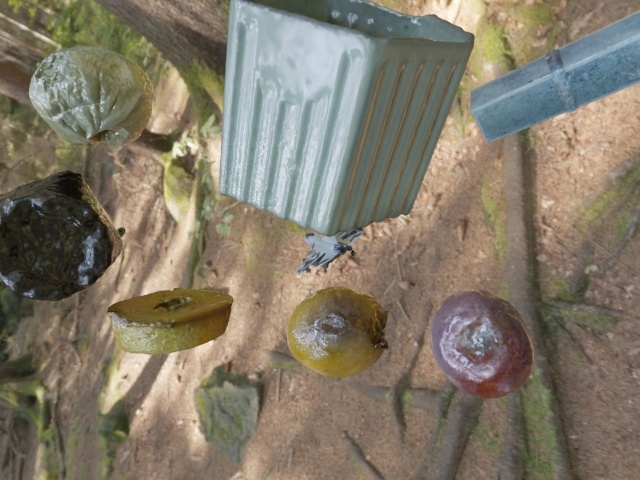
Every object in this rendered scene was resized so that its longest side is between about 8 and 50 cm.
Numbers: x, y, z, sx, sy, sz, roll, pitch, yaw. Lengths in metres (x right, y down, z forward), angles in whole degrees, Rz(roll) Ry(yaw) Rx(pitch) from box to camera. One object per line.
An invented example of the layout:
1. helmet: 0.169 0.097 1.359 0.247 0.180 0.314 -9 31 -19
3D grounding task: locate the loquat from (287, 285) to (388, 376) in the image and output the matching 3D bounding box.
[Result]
1. loquat: 0.036 0.206 1.017 0.238 0.238 0.193 -33 34 43

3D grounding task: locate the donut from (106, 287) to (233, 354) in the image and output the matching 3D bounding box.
1. donut: -0.216 0.120 0.661 0.162 0.178 0.066 9 101 47

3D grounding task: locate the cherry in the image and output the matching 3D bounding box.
1. cherry: 0.350 0.227 0.983 0.206 0.239 0.239 -32 36 2

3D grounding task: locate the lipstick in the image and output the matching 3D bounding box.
1. lipstick: 0.360 -0.232 0.614 0.289 0.077 0.076 -18 35 34

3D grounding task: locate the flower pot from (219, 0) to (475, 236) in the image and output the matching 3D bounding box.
1. flower pot: 0.008 -0.142 0.455 0.209 0.239 0.190 -54 -20 -54

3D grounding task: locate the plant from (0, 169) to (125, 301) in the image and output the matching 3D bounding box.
1. plant: -0.454 -0.016 0.763 0.199 0.189 0.276 -30 21 -20

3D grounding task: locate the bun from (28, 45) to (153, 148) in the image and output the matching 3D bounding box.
1. bun: -0.429 -0.251 0.850 0.220 0.220 0.134 -37 63 40

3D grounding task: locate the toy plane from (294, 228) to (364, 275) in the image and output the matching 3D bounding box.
1. toy plane: 0.011 0.012 0.804 0.160 0.082 0.234 -38 3 -12
